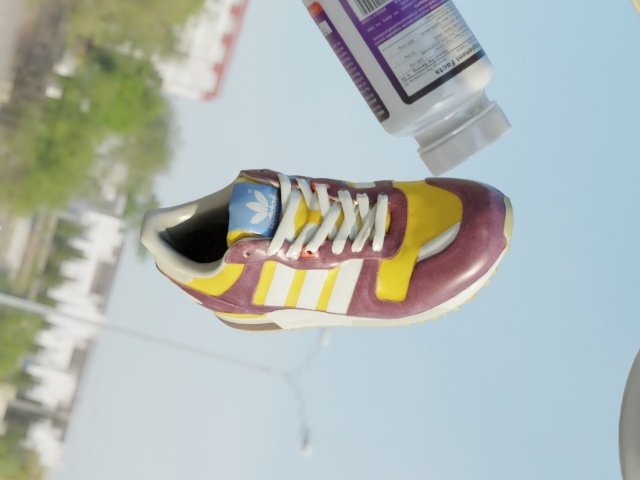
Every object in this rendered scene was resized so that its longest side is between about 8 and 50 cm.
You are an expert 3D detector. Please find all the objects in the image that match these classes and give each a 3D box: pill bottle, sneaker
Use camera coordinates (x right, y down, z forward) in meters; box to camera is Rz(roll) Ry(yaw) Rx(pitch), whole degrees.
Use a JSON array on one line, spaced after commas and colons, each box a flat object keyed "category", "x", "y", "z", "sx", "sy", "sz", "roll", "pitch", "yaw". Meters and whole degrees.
[{"category": "pill bottle", "x": 0.077, "y": -0.155, "z": 1.634, "sx": 0.108, "sy": 0.193, "sz": 0.108, "roll": -32, "pitch": -176, "yaw": 3}, {"category": "sneaker", "x": 0.000, "y": 0.000, "z": 0.932, "sx": 0.185, "sy": 0.084, "sz": 0.070, "roll": -13, "pitch": -123, "yaw": 32}]

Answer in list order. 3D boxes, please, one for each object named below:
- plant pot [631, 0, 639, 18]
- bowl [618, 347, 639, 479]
[{"category": "plant pot", "x": 0.401, "y": -0.235, "z": 1.487, "sx": 0.305, "sy": 0.333, "sz": 0.334, "roll": -75, "pitch": -177, "yaw": -74}, {"category": "bowl", "x": 0.346, "y": 0.122, "z": 1.206, "sx": 0.134, "sy": 0.297, "sz": 0.298, "roll": 116, "pitch": -13, "yaw": -63}]
